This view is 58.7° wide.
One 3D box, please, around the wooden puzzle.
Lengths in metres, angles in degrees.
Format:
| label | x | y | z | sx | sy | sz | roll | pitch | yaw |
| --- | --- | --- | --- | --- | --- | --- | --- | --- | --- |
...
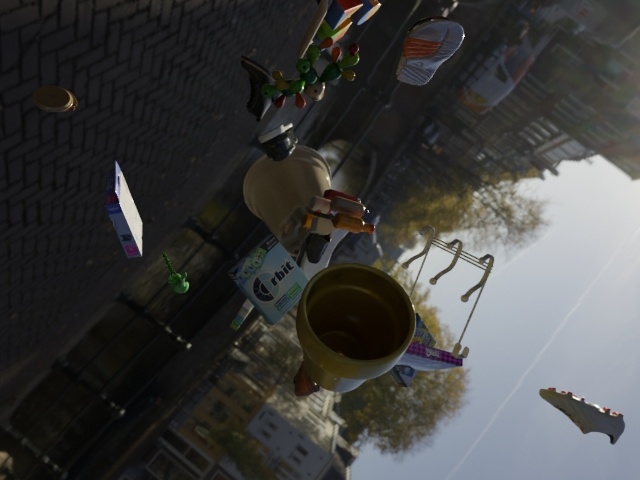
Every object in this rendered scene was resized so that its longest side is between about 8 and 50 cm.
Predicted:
| label | x | y | z | sx | sy | sz | roll | pitch | yaw |
| --- | --- | --- | --- | --- | --- | --- | --- | --- | --- |
| wooden puzzle | 0.096 | -0.673 | 1.621 | 0.348 | 0.080 | 0.322 | -44 | -175 | -15 |

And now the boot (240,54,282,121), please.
| label | x | y | z | sx | sy | sz | roll | pitch | yaw |
| --- | --- | --- | --- | --- | --- | --- | --- | --- | --- |
| boot | -0.197 | -0.450 | 1.708 | 0.137 | 0.077 | 0.198 | -53 | 142 | 5 |

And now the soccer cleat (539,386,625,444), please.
| label | x | y | z | sx | sy | sz | roll | pitch | yaw |
| --- | --- | --- | --- | --- | --- | --- | --- | --- | --- |
| soccer cleat | 0.598 | 0.401 | 1.312 | 0.068 | 0.196 | 0.076 | 58 | 55 | -75 |

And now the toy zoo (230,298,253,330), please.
| label | x | y | z | sx | sy | sz | roll | pitch | yaw |
| --- | --- | --- | --- | --- | --- | --- | --- | --- | --- |
| toy zoo | -0.219 | 0.187 | 1.933 | 0.192 | 0.030 | 0.293 | -55 | -179 | -31 |

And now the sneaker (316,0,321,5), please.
| label | x | y | z | sx | sy | sz | roll | pitch | yaw |
| --- | --- | --- | --- | --- | --- | --- | --- | --- | --- |
| sneaker | 0.007 | -0.843 | 1.932 | 0.051 | 0.170 | 0.089 | -11 | -141 | 19 |

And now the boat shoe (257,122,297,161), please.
| label | x | y | z | sx | sy | sz | roll | pitch | yaw |
| --- | --- | --- | --- | --- | --- | --- | --- | --- | --- |
| boat shoe | -0.125 | -0.291 | 1.711 | 0.114 | 0.091 | 0.302 | -23 | -168 | 11 |

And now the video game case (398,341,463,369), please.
| label | x | y | z | sx | sy | sz | roll | pitch | yaw |
| --- | --- | --- | --- | --- | --- | --- | --- | --- | --- |
| video game case | 0.290 | 0.365 | 1.794 | 0.210 | 0.232 | 0.042 | -29 | -132 | 59 |

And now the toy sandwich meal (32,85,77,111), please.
| label | x | y | z | sx | sy | sz | roll | pitch | yaw |
| --- | --- | --- | --- | --- | --- | --- | --- | --- | --- |
| toy sandwich meal | -0.559 | -0.293 | 1.197 | 0.085 | 0.085 | 0.029 | -47 | 172 | -41 |

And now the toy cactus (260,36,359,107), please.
| label | x | y | z | sx | sy | sz | roll | pitch | yaw |
| --- | --- | --- | --- | --- | --- | --- | --- | --- | --- |
| toy cactus | -0.013 | -0.338 | 1.220 | 0.219 | 0.112 | 0.180 | -31 | 172 | 4 |

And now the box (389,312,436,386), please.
| label | x | y | z | sx | sy | sz | roll | pitch | yaw |
| --- | --- | --- | --- | --- | --- | --- | --- | --- | --- |
| box | 0.328 | 0.404 | 2.122 | 0.044 | 0.159 | 0.233 | -10 | -151 | 50 |

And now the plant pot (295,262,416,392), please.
| label | x | y | z | sx | sy | sz | roll | pitch | yaw |
| --- | --- | --- | --- | --- | --- | --- | --- | --- | --- |
| plant pot | 0.061 | 0.219 | 1.286 | 0.254 | 0.254 | 0.239 | -48 | 163 | -38 |

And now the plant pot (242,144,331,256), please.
| label | x | y | z | sx | sy | sz | roll | pitch | yaw |
| --- | --- | --- | --- | --- | --- | --- | --- | --- | --- |
| plant pot | -0.078 | -0.116 | 1.983 | 0.334 | 0.334 | 0.305 | -52 | -144 | 21 |

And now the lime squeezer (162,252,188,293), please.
| label | x | y | z | sx | sy | sz | roll | pitch | yaw |
| --- | --- | --- | --- | --- | --- | --- | --- | --- | --- |
| lime squeezer | -0.528 | 0.132 | 2.063 | 0.059 | 0.110 | 0.310 | -33 | -155 | -17 |

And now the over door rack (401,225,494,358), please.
| label | x | y | z | sx | sy | sz | roll | pitch | yaw |
| --- | --- | --- | --- | --- | --- | --- | --- | --- | --- |
| over door rack | 0.337 | 0.150 | 1.612 | 0.108 | 0.239 | 0.324 | -6 | 116 | -38 |

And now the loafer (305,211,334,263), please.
| label | x | y | z | sx | sy | sz | roll | pitch | yaw |
| --- | --- | --- | --- | --- | --- | --- | --- | --- | --- |
| loafer | 0.001 | -0.006 | 1.650 | 0.062 | 0.061 | 0.170 | -11 | 119 | -44 |

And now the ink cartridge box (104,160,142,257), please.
| label | x | y | z | sx | sy | sz | roll | pitch | yaw |
| --- | --- | --- | --- | --- | --- | --- | --- | --- | --- |
| ink cartridge box | -0.709 | -0.108 | 2.038 | 0.065 | 0.186 | 0.311 | -10 | 135 | -8 |

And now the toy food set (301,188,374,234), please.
| label | x | y | z | sx | sy | sz | roll | pitch | yaw |
| --- | --- | --- | --- | --- | --- | --- | --- | --- | --- |
| toy food set | 0.046 | -0.065 | 1.482 | 0.232 | 0.104 | 0.111 | -6 | -109 | 64 |

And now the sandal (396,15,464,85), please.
| label | x | y | z | sx | sy | sz | roll | pitch | yaw |
| --- | --- | --- | --- | --- | --- | --- | --- | --- | --- |
| sandal | 0.216 | -0.408 | 1.185 | 0.265 | 0.102 | 0.076 | 139 | -37 | -79 |

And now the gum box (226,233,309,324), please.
| label | x | y | z | sx | sy | sz | roll | pitch | yaw |
| --- | --- | --- | --- | --- | --- | --- | --- | --- | --- |
| gum box | -0.130 | 0.102 | 1.501 | 0.157 | 0.184 | 0.041 | -44 | -163 | -26 |

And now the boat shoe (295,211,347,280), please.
| label | x | y | z | sx | sy | sz | roll | pitch | yaw |
| --- | --- | --- | --- | --- | --- | --- | --- | --- | --- |
| boat shoe | 0.000 | 0.000 | 1.798 | 0.102 | 0.108 | 0.301 | -8 | -128 | 54 |

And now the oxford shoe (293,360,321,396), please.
| label | x | y | z | sx | sy | sz | roll | pitch | yaw |
| --- | --- | --- | --- | --- | --- | --- | --- | --- | --- |
| oxford shoe | -0.040 | 0.361 | 1.560 | 0.076 | 0.076 | 0.212 | -31 | -173 | 9 |
